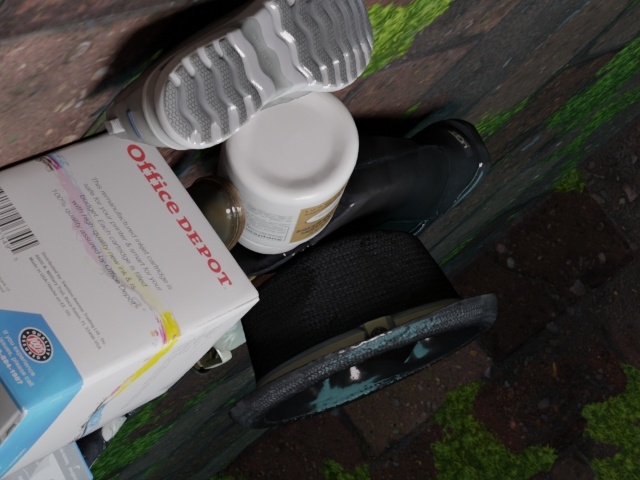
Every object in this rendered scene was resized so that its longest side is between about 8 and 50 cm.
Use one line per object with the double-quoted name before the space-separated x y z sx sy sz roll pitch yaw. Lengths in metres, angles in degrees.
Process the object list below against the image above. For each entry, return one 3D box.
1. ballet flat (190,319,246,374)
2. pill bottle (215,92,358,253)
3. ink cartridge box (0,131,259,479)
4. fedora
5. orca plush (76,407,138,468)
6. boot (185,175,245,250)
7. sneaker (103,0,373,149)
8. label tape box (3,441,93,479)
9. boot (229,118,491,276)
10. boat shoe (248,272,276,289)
"ballet flat" -0.144 0.116 2.277 0.095 0.096 0.280 -31 169 -24
"pill bottle" -0.041 -0.065 1.665 0.131 0.131 0.229 -33 170 -15
"ink cartridge box" -0.237 0.060 1.393 0.270 0.198 0.197 -25 165 -45
"fedora" 0.030 0.089 1.879 0.334 0.152 0.334 -22 166 -6
"orca plush" -0.346 0.256 2.236 0.151 0.102 0.287 -34 -165 46
"boot" -0.159 -0.004 1.637 0.106 0.082 0.219 -23 179 -30
"sneaker" -0.066 -0.155 1.355 0.115 0.105 0.281 -4 -162 43
"label tape box" -0.432 0.257 1.715 0.347 0.115 0.249 -34 150 -16
"boot" 0.001 -0.002 2.055 0.367 0.146 0.445 -49 168 24
"boat shoe" -0.065 0.055 2.362 0.178 0.060 0.064 -37 170 8
